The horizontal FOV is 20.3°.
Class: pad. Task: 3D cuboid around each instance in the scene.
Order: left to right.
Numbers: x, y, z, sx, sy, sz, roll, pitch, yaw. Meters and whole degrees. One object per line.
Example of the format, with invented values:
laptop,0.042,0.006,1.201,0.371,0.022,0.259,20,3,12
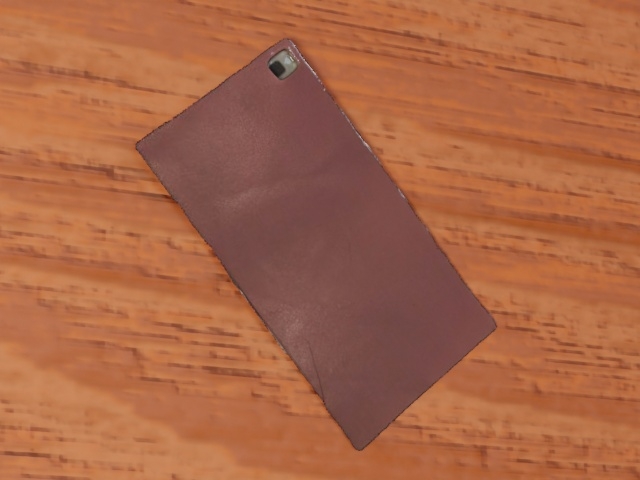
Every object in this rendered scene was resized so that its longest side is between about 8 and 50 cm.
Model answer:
pad,0.000,0.000,0.899,0.113,0.006,0.188,-39,95,-32
